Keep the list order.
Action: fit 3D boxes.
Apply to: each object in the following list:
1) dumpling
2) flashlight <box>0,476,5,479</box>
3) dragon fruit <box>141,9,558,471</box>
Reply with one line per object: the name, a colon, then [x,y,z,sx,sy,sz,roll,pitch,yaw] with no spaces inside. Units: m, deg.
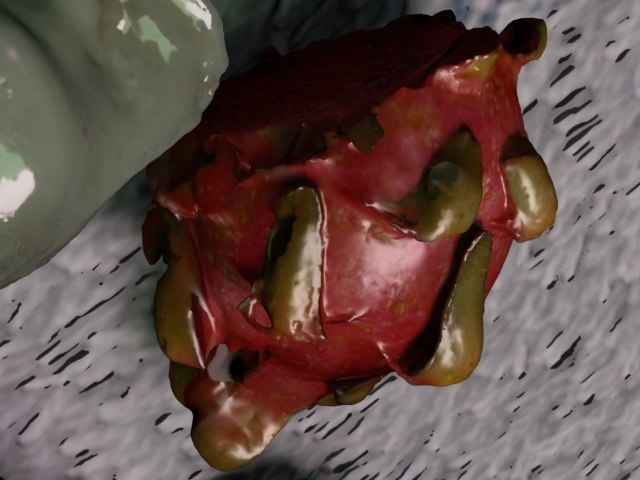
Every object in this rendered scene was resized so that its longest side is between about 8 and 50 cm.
dumpling: [-0.132,-0.040,0.585,0.219,0.108,0.153,-27,135,-12]
flashlight: [-0.081,0.206,0.796,0.103,0.103,0.424,-34,141,-1]
dragon fruit: [0.000,0.000,0.685,0.133,0.150,0.208,-28,152,-56]
